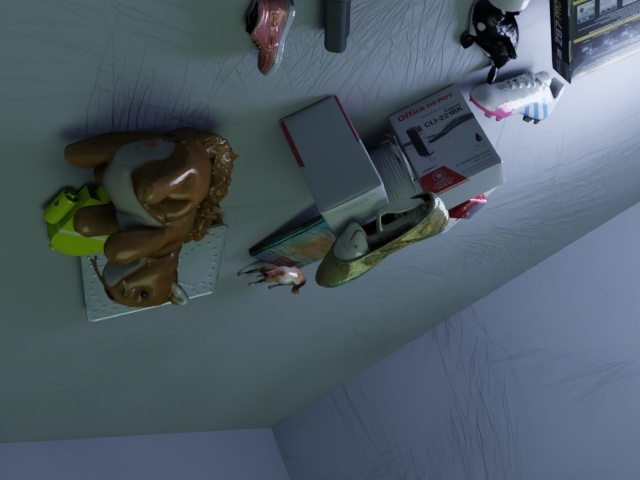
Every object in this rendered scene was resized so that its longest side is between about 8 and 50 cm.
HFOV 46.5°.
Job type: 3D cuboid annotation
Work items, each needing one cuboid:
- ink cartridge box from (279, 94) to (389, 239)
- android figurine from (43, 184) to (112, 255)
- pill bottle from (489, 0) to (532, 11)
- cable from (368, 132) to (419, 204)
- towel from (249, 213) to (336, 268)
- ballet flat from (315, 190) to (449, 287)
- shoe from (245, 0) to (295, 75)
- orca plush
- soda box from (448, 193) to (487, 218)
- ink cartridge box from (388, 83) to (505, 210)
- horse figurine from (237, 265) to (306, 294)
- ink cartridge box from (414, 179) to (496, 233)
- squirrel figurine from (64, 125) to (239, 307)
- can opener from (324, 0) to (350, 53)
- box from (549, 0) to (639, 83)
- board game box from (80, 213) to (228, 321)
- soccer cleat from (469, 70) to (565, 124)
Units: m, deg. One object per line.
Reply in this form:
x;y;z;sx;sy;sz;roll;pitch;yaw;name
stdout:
0.062;-0.133;1.868;0.160;0.279;0.385;-26;155;2;ink cartridge box
-0.537;-0.051;1.777;0.272;0.056;0.248;-39;151;25;android figurine
0.398;-0.573;1.473;0.131;0.131;0.229;-19;154;-10;pill bottle
0.213;-0.139;2.005;0.089;0.257;0.257;-24;166;9;cable
0.000;0.000;2.287;0.370;0.040;0.271;-25;155;24;towel
0.129;-0.013;1.722;0.348;0.123;0.123;-26;155;1;ballet flat
-0.113;-0.399;1.461;0.081;0.064;0.178;-7;145;-28;shoe
0.417;-0.450;1.757;0.151;0.102;0.287;-22;155;-3;orca plush
0.342;-0.186;2.013;0.092;0.263;0.083;1;144;-42;soda box
0.318;-0.234;1.897;0.196;0.273;0.114;-26;151;5;ink cartridge box
-0.134;0.119;2.379;0.174;0.066;0.263;-16;159;40;horse figurine
0.384;-0.143;2.307;0.198;0.115;0.273;1;146;-41;ink cartridge box
-0.336;-0.044;1.632;0.397;0.280;0.371;-35;136;-49;squirrel figurine
0.010;-0.478;1.426;0.095;0.076;0.283;10;154;5;can opener
0.715;-0.571;1.684;0.394;0.097;0.318;-24;134;-1;box
-0.469;0.081;2.095;0.389;0.050;0.390;-13;153;-21;board game box
0.521;-0.395;1.964;0.331;0.116;0.143;-5;139;-44;soccer cleat
